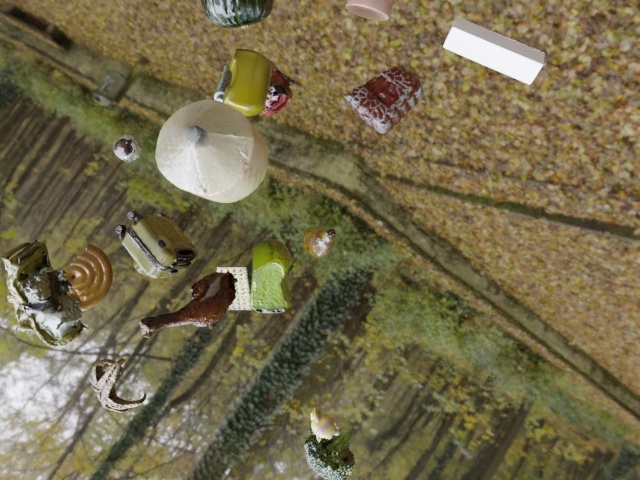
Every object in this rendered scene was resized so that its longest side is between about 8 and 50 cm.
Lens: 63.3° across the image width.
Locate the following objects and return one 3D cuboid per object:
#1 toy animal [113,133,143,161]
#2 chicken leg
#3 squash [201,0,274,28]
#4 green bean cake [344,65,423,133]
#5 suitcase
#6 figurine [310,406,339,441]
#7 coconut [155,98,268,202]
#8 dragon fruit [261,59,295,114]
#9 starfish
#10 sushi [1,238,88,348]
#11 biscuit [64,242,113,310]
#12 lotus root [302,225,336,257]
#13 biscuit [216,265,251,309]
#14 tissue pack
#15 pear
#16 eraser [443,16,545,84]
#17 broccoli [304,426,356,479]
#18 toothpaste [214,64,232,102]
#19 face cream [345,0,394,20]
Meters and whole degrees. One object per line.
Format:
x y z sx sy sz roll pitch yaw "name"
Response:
-0.696 -0.318 1.855 0.098 0.098 0.137 34 137 -16 "toy animal"
-0.386 0.199 1.640 0.158 0.095 0.407 27 -148 19 "chicken leg"
-0.237 -0.702 1.494 0.218 0.218 0.172 17 126 70 "squash"
0.235 -0.518 1.861 0.198 0.233 0.097 50 -176 21 "green bean cake"
-0.547 0.021 1.745 0.235 0.143 0.194 49 -166 13 "suitcase"
0.012 0.516 1.440 0.083 0.083 0.187 29 163 27 "figurine"
-0.254 -0.210 1.234 0.239 0.239 0.244 31 -178 15 "coconut"
-0.172 -0.516 1.727 0.160 0.167 0.171 60 -174 -70 "dragon fruit"
-0.484 0.346 1.231 0.146 0.074 0.189 49 139 11 "starfish"
-0.702 0.148 1.313 0.131 0.139 0.290 3 119 22 "sushi"
-0.720 0.133 1.588 0.144 0.224 0.033 40 166 -26 "biscuit"
0.000 0.000 1.667 0.108 0.095 0.191 52 168 -4 "lotus root"
-0.374 0.207 2.253 0.139 0.231 0.016 0 -149 8 "biscuit"
-0.207 -0.452 1.502 0.127 0.178 0.123 11 179 -14 "tissue pack"
-0.180 0.115 1.919 0.164 0.255 0.238 3 -169 -7 "pear"
0.541 -0.593 1.620 0.299 0.076 0.078 24 142 2 "eraser"
0.035 0.735 1.804 0.198 0.176 0.226 35 145 -6 "broccoli"
-0.316 -0.533 1.770 0.075 0.048 0.296 15 -141 -9 "toothpaste"
0.165 -0.787 1.678 0.149 0.104 0.149 15 -168 -3 "face cream"
